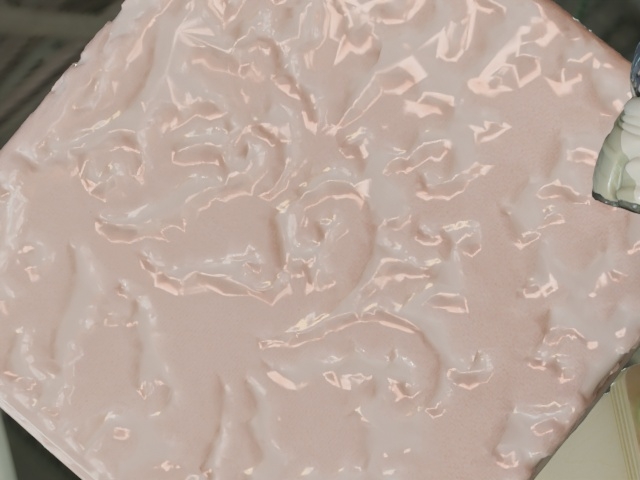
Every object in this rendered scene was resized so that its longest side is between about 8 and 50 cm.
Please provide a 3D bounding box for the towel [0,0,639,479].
[{"bbox_3d":[0.000,0.000,0.934,0.317,0.332,0.053,40,179,11],"label":"towel"}]

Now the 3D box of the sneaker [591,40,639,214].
[{"bbox_3d":[0.203,-0.080,0.750,0.283,0.110,0.122,-23,-54,-62],"label":"sneaker"}]

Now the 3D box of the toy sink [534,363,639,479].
[{"bbox_3d":[0.221,0.137,1.043,0.153,0.234,0.131,-5,-105,-20],"label":"toy sink"}]
